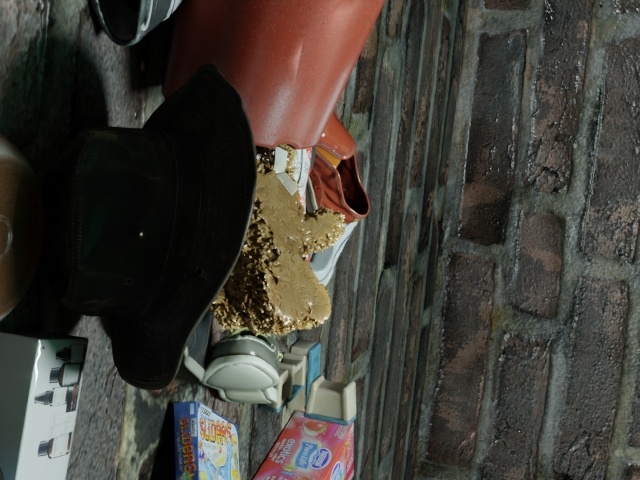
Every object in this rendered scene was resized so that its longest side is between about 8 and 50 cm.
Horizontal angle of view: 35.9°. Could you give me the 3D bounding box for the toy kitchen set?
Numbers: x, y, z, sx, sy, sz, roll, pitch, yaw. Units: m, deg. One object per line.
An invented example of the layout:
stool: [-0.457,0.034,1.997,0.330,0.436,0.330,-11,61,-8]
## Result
toy kitchen set: [0.002,0.272,1.736,0.207,0.166,0.122,-31,127,-68]

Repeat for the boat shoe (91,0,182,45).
boat shoe: [-0.194,-0.324,0.945,0.306,0.113,0.105,101,15,-51]

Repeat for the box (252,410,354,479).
box: [-0.031,0.436,1.777,0.257,0.123,0.128,-51,144,-59]

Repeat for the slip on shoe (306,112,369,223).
slip on shoe: [0.008,-0.166,1.639,0.123,0.101,0.331,-60,141,-49]

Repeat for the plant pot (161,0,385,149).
plant pot: [-0.054,-0.264,1.139,0.265,0.272,0.272,-69,169,23]

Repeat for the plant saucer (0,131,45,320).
plant saucer: [-0.298,-0.004,0.875,0.198,0.036,0.198,7,90,-72]

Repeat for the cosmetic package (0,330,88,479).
cosmetic package: [-0.289,0.209,0.957,0.099,0.060,0.239,16,82,-72]

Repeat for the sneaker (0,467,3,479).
sneaker: [-0.349,0.230,0.741,0.341,0.125,0.139,42,31,-67]

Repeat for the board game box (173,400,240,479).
board game box: [-0.157,0.312,1.393,0.201,0.035,0.136,58,25,-68]

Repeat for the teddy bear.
teddy bear: [-0.086,-0.040,1.273,0.245,0.113,0.338,-18,86,-44]

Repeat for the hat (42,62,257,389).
hat: [-0.197,-0.026,0.958,0.134,0.331,0.331,13,84,-30]

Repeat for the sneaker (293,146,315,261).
sneaker: [-0.071,-0.049,1.497,0.145,0.090,0.270,23,72,-71]

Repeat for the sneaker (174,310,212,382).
sneaker: [-0.186,0.092,1.224,0.222,0.083,0.118,81,17,-68]

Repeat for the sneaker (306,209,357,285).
sneaker: [0.000,0.000,1.776,0.258,0.094,0.091,-59,173,-46]

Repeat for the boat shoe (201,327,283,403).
boat shoe: [-0.108,0.170,1.408,0.305,0.109,0.091,87,5,-73]
